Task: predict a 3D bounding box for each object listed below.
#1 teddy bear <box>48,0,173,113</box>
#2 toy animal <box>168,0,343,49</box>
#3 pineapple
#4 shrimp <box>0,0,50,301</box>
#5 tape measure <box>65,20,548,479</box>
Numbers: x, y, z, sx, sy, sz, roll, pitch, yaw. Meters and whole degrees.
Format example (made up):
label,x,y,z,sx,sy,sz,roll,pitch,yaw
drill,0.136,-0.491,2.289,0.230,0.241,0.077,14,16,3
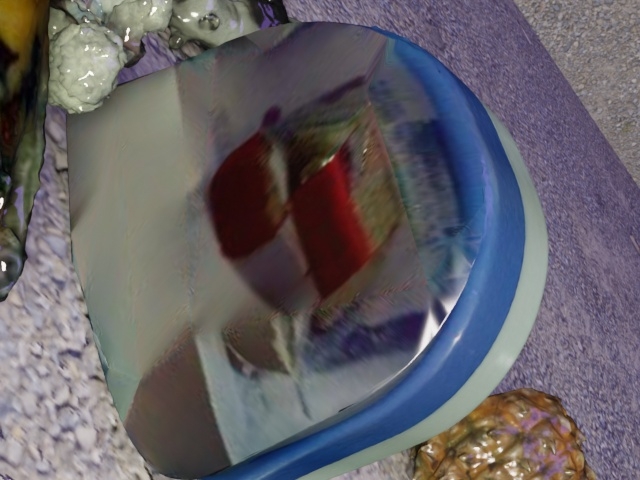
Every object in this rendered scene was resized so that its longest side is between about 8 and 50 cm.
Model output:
label,x,y,z,sx,sy,sz,roll,pitch,yaw
teddy bear,-0.155,-0.149,0.641,0.133,0.111,0.213,13,57,-3
toy animal,-0.053,-0.179,0.925,0.225,0.093,0.121,34,44,-48
pineapple,0.159,0.274,0.792,0.170,0.141,0.310,26,48,-60
shrimp,-0.232,-0.139,0.446,0.272,0.085,0.445,-6,84,-35
tape measure,-0.001,0.001,0.632,0.138,0.262,0.259,36,33,-62
